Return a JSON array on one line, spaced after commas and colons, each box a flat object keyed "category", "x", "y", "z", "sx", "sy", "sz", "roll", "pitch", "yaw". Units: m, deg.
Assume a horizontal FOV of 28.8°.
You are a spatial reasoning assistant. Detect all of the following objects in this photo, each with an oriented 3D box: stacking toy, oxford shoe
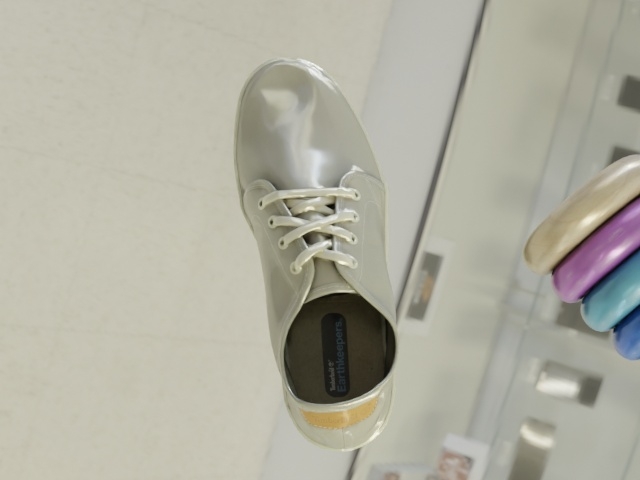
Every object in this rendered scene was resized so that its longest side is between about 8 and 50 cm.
[{"category": "stacking toy", "x": 0.324, "y": 0.089, "z": 1.042, "sx": 0.141, "sy": 0.330, "sz": 0.141, "roll": -37, "pitch": 167, "yaw": -10}, {"category": "oxford shoe", "x": 0.000, "y": 0.000, "z": 1.348, "sx": 0.130, "sy": 0.169, "sz": 0.449, "roll": 82, "pitch": 0, "yaw": -74}]
